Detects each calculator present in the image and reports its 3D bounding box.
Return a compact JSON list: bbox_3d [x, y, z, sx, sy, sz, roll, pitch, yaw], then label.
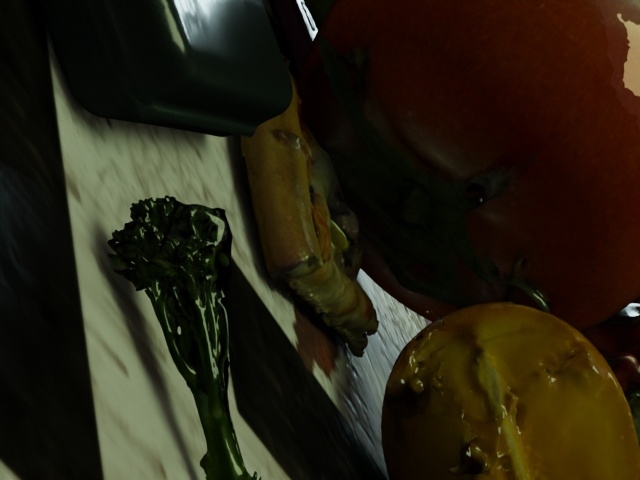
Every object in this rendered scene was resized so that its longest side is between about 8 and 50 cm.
[{"bbox_3d":[0.004,-0.137,1.328,0.190,0.034,0.126,-12,82,-75],"label":"calculator"}]

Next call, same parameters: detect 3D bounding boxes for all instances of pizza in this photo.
[{"bbox_3d":[0.000,0.000,0.990,0.184,0.036,0.176,-91,159,-63],"label":"pizza"}]

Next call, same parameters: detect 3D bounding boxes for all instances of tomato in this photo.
[{"bbox_3d":[0.107,-0.069,1.091,0.224,0.256,0.255,-47,127,-30],"label":"tomato"}]

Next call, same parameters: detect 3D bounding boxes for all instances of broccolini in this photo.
[{"bbox_3d":[-0.029,0.089,0.661,0.042,0.044,0.218,139,-64,-84],"label":"broccolini"}]

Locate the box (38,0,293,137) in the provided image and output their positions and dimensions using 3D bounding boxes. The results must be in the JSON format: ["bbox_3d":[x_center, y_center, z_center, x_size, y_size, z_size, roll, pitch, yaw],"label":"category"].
[{"bbox_3d":[-0.073,-0.122,0.795,0.230,0.050,0.160,-6,76,-80],"label":"box"}]

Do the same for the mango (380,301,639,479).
[{"bbox_3d":[0.111,0.145,1.035,0.154,0.126,0.252,50,-18,50],"label":"mango"}]

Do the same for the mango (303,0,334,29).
[{"bbox_3d":[0.045,-0.167,1.231,0.233,0.125,0.111,26,23,-30],"label":"mango"}]

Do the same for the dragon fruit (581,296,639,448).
[{"bbox_3d":[0.186,0.125,1.244,0.293,0.234,0.233,167,-99,-77],"label":"dragon fruit"}]

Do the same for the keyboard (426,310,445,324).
[{"bbox_3d":[0.054,0.199,0.845,0.103,0.041,0.381,36,39,-51],"label":"keyboard"}]
